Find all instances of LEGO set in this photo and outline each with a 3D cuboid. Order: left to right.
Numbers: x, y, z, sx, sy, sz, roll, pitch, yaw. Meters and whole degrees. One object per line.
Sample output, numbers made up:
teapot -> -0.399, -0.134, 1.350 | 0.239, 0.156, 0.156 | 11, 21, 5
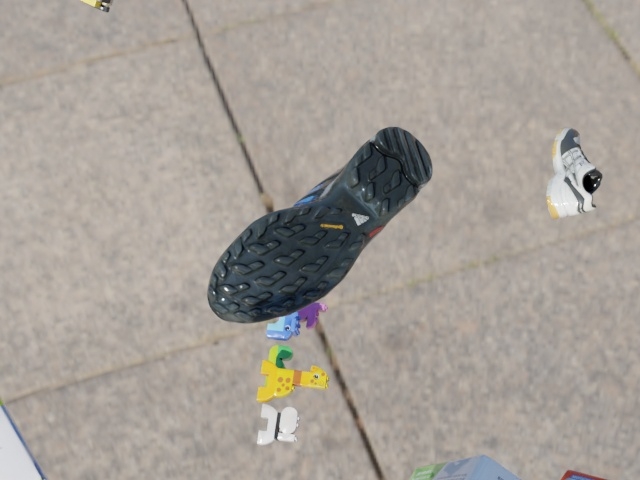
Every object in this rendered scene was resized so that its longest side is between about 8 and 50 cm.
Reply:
LEGO set -> -0.030, 0.171, 1.893 | 0.093, 0.087, 0.227 | 6, 75, 8

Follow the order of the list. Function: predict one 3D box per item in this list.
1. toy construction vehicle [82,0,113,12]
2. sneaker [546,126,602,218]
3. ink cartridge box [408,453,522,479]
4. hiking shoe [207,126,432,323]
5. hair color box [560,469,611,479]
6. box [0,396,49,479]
toy construction vehicle -> -0.187, -0.236, 1.113 | 0.098, 0.086, 0.035 | 29, 17, 20
sneaker -> 0.185, -0.048, 0.982 | 0.037, 0.032, 0.083 | -6, 48, 23
ink cartridge box -> 0.100, 0.354, 1.310 | 0.115, 0.198, 0.273 | 35, 71, -6
hiking shoe -> 0.000, 0.000, 1.542 | 0.304, 0.132, 0.113 | -37, 85, -17
hair color box -> 0.185, 0.273, 1.070 | 0.053, 0.093, 0.167 | 9, 44, 45
box -> -0.292, 0.159, 1.205 | 0.042, 0.109, 0.178 | -30, 89, -13
